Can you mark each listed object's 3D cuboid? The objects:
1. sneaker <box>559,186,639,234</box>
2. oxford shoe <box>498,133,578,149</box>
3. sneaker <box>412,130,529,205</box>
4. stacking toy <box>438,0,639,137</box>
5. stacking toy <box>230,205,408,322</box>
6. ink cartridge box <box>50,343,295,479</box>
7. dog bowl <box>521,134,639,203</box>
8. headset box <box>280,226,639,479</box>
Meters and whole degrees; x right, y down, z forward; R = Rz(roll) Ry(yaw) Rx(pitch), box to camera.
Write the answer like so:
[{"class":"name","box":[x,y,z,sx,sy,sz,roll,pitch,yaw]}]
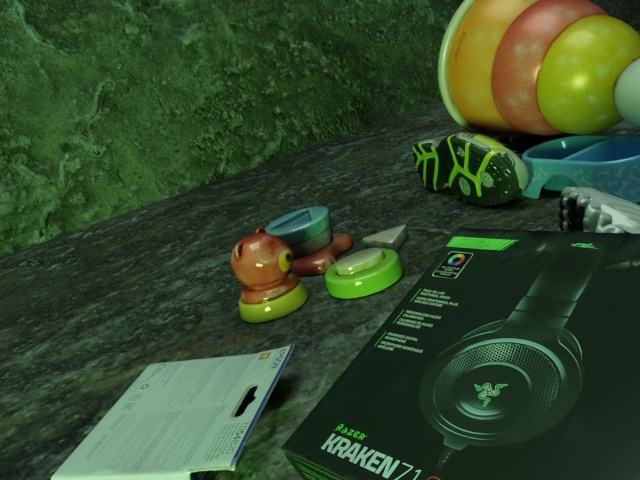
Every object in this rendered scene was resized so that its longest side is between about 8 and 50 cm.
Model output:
[{"class":"sneaker","box":[0.378,0.008,0.710,0.118,0.110,0.292,-11,25,-2]},{"class":"oxford shoe","box":[0.502,-0.248,1.419,0.096,0.083,0.227,-43,23,-15]},{"class":"sneaker","box":[0.319,-0.172,1.232,0.147,0.145,0.384,-21,19,-8]},{"class":"stacking toy","box":[0.473,-0.300,1.115,0.351,0.350,0.480,-22,33,-11]},{"class":"stacking toy","box":[0.000,0.000,1.049,0.280,0.130,0.309,-13,18,19]},{"class":"ink cartridge box","box":[-0.153,0.210,0.702,0.224,0.045,0.223,-11,19,20]},{"class":"dog bowl","box":[0.477,-0.130,1.059,0.166,0.074,0.297,-24,19,-18]},{"class":"headset box","box":[0.162,0.116,0.433,0.246,0.131,0.283,4,41,50]}]
